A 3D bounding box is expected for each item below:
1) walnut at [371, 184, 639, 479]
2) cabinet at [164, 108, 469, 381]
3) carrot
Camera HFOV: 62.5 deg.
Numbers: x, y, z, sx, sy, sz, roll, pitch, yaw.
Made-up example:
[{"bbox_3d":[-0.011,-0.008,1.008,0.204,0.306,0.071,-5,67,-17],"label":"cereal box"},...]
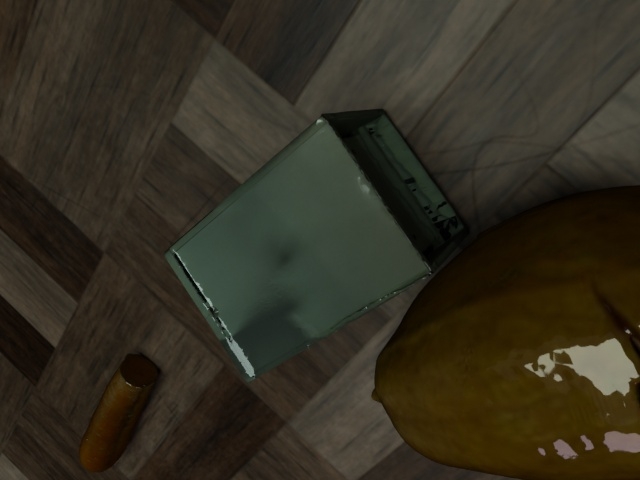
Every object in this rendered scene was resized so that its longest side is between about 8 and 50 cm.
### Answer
[{"bbox_3d":[0.169,0.091,0.425,0.336,0.209,0.208,-32,93,37],"label":"walnut"},{"bbox_3d":[0.000,0.000,0.490,0.206,0.150,0.145,-36,86,29],"label":"cabinet"},{"bbox_3d":[-0.301,0.262,0.767,0.067,0.067,0.225,35,117,9],"label":"carrot"}]
